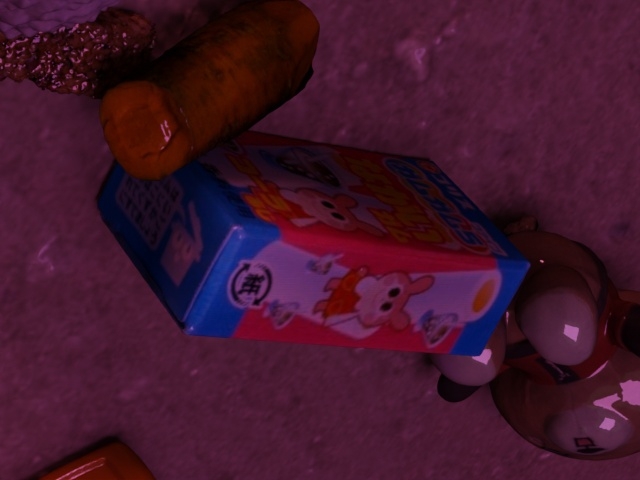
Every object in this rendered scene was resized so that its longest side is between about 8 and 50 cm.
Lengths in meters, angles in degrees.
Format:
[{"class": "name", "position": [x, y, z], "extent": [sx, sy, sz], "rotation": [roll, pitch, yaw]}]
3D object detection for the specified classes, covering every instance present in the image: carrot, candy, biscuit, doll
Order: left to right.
[{"class": "biscuit", "position": [-0.198, -0.136, 1.077], "extent": [0.199, 0.034, 0.064], "rotation": [10, 119, -41]}, {"class": "carrot", "position": [-0.071, -0.111, 1.136], "extent": [0.173, 0.082, 0.082], "rotation": [-41, 145, -38]}, {"class": "candy", "position": [0.000, -0.001, 1.248], "extent": [0.305, 0.157, 0.100], "rotation": [9, 119, -40]}, {"class": "doll", "position": [0.223, 0.095, 1.500], "extent": [0.235, 0.174, 0.330], "rotation": [-21, 142, 24]}]

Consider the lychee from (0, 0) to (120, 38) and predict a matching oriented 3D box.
[{"class": "lychee", "position": [-0.165, -0.203, 0.949], "extent": [0.197, 0.165, 0.165], "rotation": [-29, 138, 4]}]

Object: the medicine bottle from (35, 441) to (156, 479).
[{"class": "medicine bottle", "position": [-0.185, 0.296, 1.397], "extent": [0.149, 0.112, 0.222], "rotation": [-28, 137, -15]}]
